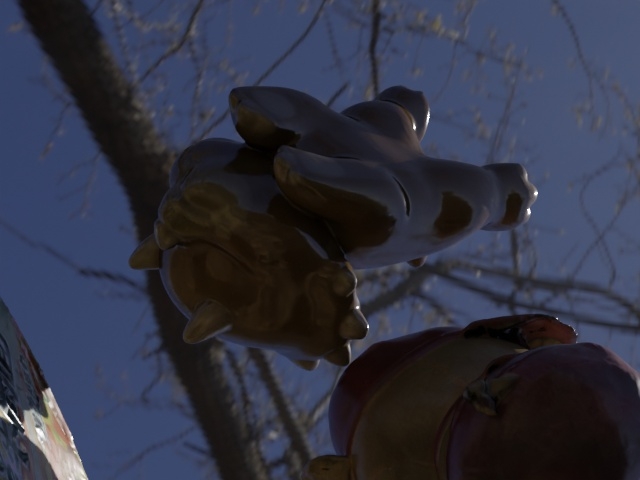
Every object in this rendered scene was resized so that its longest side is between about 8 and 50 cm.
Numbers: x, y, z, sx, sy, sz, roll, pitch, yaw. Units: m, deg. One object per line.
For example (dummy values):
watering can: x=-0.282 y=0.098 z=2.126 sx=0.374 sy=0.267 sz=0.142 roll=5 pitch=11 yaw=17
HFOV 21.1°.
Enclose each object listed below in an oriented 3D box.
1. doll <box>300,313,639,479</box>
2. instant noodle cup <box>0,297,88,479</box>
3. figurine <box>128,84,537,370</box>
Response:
doll: x=0.114 y=0.128 z=1.074 sx=0.196 sy=0.256 sz=0.152 roll=-6 pitch=-82 yaw=-27
instant noodle cup: x=-0.249 y=0.146 z=0.913 sx=0.200 sy=0.264 sz=0.264 roll=-22 pitch=-67 yaw=1
figurine: x=-0.005 y=-0.002 z=1.174 sx=0.177 sy=0.247 sz=0.173 roll=39 pitch=-61 yaw=24
